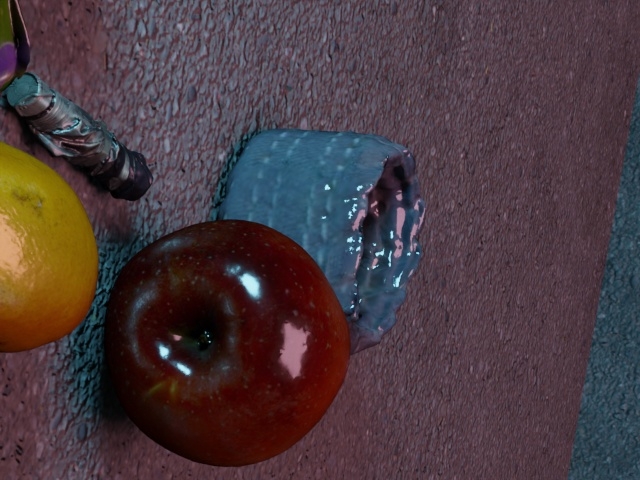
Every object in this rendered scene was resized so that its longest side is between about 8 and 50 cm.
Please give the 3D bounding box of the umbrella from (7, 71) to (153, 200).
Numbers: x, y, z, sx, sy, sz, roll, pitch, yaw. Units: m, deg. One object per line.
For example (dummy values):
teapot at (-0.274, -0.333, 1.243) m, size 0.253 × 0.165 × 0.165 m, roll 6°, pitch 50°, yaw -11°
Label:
umbrella at (-0.195, -0.081, 1.305) m, size 0.050 × 0.046 × 0.188 m, roll 64°, pitch 8°, yaw 30°

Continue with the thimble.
thimble at (0.000, 0.000, 1.614) m, size 0.236 × 0.172 × 0.205 m, roll -64°, pitch 146°, yaw -33°

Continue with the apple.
apple at (-0.082, 0.091, 1.398) m, size 0.201 × 0.218 × 0.218 m, roll 22°, pitch 75°, yaw -82°

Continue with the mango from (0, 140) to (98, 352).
mango at (-0.247, -0.005, 1.149) m, size 0.219 × 0.112 × 0.145 m, roll 50°, pitch 50°, yaw -43°

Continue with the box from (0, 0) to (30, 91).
box at (-0.317, -0.110, 0.971) m, size 0.345 × 0.097 × 0.134 m, roll -38°, pitch 129°, yaw -58°
